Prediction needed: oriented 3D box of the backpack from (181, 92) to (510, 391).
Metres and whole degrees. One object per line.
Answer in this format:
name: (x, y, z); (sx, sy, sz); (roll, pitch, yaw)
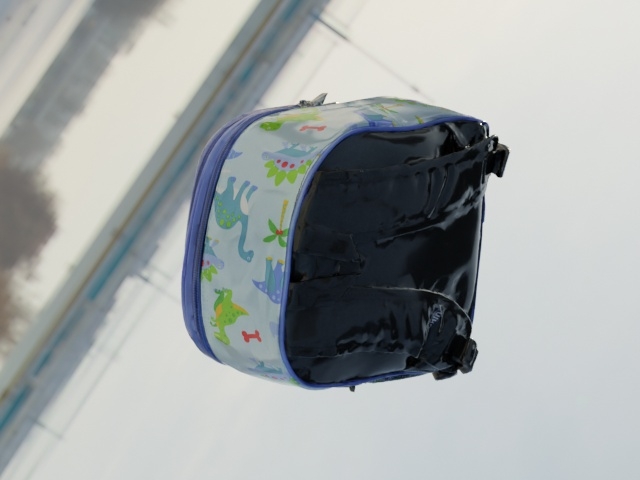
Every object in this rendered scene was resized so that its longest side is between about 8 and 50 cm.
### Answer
backpack: (0.000, 0.000, 0.563); (0.114, 0.084, 0.105); (-8, 109, -54)
